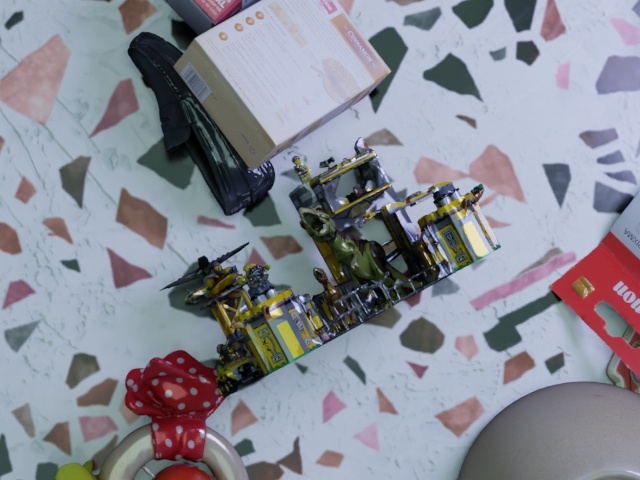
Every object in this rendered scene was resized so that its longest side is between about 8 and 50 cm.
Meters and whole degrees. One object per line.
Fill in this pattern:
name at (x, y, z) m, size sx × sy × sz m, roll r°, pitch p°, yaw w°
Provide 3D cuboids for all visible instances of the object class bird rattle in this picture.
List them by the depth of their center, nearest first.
bird rattle at (-0.167, 0.250, 1.797) m, size 0.207 × 0.143 × 0.253 m, roll 46°, pitch 69°, yaw -10°

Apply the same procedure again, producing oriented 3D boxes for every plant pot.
plant pot at (0.289, 0.292, 1.755) m, size 0.284 × 0.191 × 0.284 m, roll 0°, pitch 88°, yaw -1°

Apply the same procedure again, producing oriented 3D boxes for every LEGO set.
LEGO set at (0.000, 0.000, 1.754) m, size 0.331 × 0.255 × 0.192 m, roll -28°, pitch 87°, yaw -10°

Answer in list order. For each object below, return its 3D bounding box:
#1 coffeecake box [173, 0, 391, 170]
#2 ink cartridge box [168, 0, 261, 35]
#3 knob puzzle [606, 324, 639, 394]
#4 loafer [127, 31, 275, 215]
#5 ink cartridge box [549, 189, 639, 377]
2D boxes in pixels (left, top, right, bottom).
coffeecake box at (-0.039, -0.184, 1.823) m, size 0.185 × 0.068 × 0.142 m, roll -35°, pitch 86°, yaw -35°
ink cartridge box at (-0.078, -0.304, 1.840) m, size 0.175 × 0.127 × 0.072 m, roll -44°, pitch 89°, yaw -8°
knob puzzle at (0.413, 0.142, 1.876) m, size 0.213 × 0.030 × 0.213 m, roll 0°, pitch 83°, yaw -4°
loafer at (-0.140, -0.127, 1.841) m, size 0.078 × 0.076 × 0.223 m, roll -38°, pitch 91°, yaw -17°
ink cartridge box at (0.388, 0.028, 1.842) m, size 0.225 × 0.056 × 0.181 m, roll -38°, pitch 62°, yaw -8°
